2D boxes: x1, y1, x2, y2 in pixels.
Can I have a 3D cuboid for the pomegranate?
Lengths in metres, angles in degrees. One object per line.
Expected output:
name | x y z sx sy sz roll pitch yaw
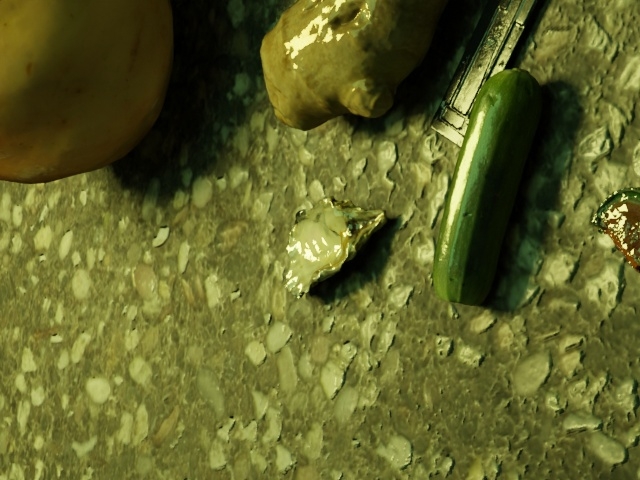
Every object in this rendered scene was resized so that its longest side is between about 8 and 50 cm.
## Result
pomegranate | -0.351 -0.282 1.751 0.411 0.411 0.411 -14 71 46

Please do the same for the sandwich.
sandwich | 0.277 -0.011 1.232 0.069 0.026 0.101 -58 45 20

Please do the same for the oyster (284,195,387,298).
oyster | 0.000 0.000 1.531 0.121 0.045 0.146 47 123 40

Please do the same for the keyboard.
keyboard | 0.168 -0.189 1.407 0.061 0.013 0.204 40 111 45

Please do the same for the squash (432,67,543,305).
squash | 0.154 -0.050 1.354 0.066 0.066 0.228 20 99 49

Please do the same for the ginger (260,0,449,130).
ginger | 0.059 -0.244 1.458 0.354 0.126 0.190 -55 41 27
